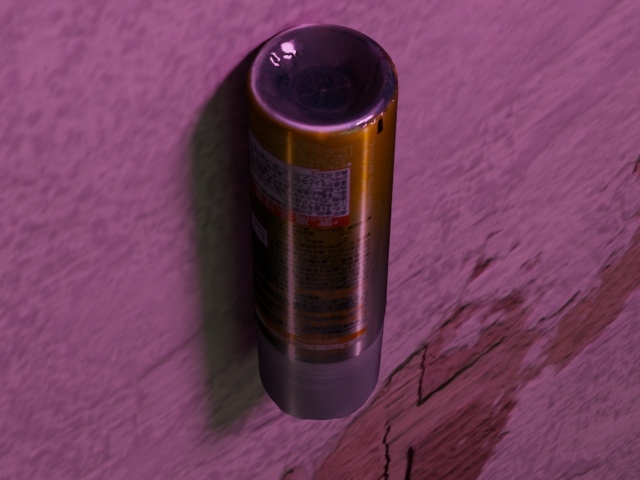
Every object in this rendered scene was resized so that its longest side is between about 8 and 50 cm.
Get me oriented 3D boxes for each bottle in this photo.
[{"bbox_3d":[0.000,0.000,1.094,0.082,0.082,0.286,-35,150,-24],"label":"bottle"}]
